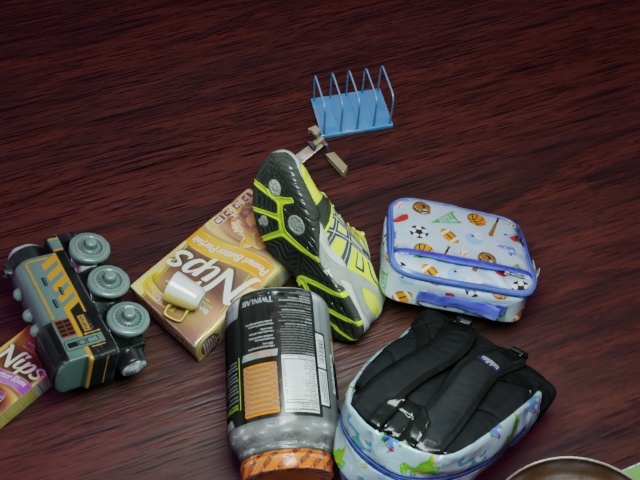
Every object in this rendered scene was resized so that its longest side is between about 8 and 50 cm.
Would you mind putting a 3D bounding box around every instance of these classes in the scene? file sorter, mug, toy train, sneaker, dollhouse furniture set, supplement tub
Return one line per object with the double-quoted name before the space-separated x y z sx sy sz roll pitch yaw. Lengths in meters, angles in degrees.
"file sorter" 0.074 -0.321 1.701 0.171 0.104 0.118 -10 60 -8
"mug" -0.248 0.103 1.359 0.064 0.078 0.062 26 30 3
"toy train" -0.448 0.121 1.364 0.190 0.142 0.334 -15 57 -37
"sneaker" 0.000 0.000 1.412 0.147 0.145 0.384 -39 110 -43
"dollhouse furniture set" -0.003 -0.175 1.629 0.081 0.091 0.114 -39 69 -6
"supplement tub" -0.067 0.256 1.284 0.194 0.193 0.315 -3 59 -4

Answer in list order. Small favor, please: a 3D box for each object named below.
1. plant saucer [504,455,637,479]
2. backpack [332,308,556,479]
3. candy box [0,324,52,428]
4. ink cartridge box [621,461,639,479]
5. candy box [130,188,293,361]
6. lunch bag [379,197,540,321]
"plant saucer" 0.407 0.503 1.177 0.311 0.050 0.310 -6 72 18
"backpack" 0.178 0.291 1.216 0.290 0.273 0.356 31 19 22
"candy box" -0.560 0.249 1.357 0.109 0.053 0.187 38 63 20
"ink cartridge box" 0.593 0.396 1.266 0.209 0.109 0.062 -18 61 -12
"candy box" -0.188 0.062 1.462 0.183 0.087 0.316 39 64 19
"lunch bag" 0.265 0.040 1.431 0.304 0.114 0.243 10 40 -4
